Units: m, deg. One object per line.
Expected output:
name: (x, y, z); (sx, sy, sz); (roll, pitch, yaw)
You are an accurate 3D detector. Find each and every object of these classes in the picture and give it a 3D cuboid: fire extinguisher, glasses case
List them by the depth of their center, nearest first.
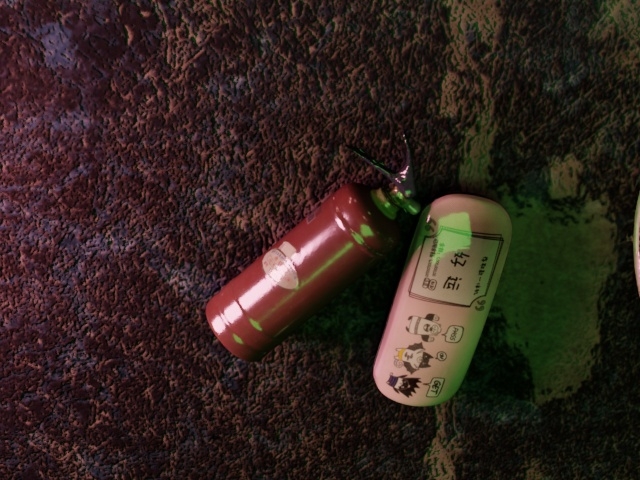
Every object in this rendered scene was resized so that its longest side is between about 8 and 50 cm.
fire extinguisher: (0.000, 0.000, 1.616); (0.344, 0.102, 0.138); (-41, 111, 18)
glasses case: (0.151, 0.079, 1.682); (0.122, 0.075, 0.314); (9, 118, -11)

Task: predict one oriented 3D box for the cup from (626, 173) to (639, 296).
cup: (0.541, 0.014, 1.582); (0.274, 0.253, 0.253); (-5, 120, -7)
